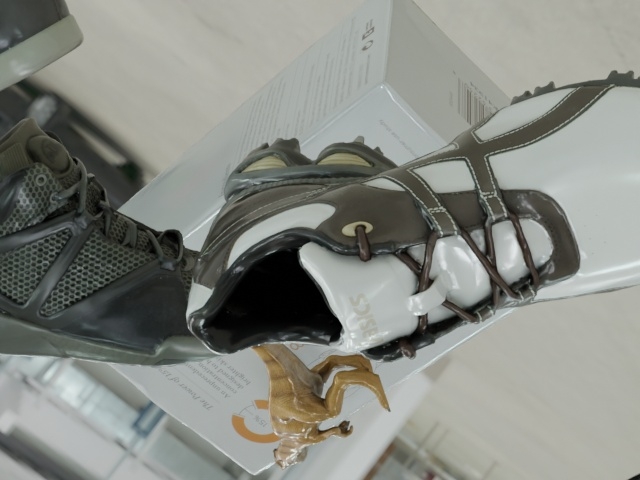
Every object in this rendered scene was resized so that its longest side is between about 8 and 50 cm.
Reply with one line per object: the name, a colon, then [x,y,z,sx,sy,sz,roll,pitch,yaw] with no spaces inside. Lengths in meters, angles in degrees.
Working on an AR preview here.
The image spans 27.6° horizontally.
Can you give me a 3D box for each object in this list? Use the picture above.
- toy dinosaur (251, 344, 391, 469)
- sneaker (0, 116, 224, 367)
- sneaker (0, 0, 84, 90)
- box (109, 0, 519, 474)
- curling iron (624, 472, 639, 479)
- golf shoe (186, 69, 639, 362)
toy dinosaur: [-0.014,0.107,0.919,0.211,0.112,0.064,76,174,-46]
sneaker: [-0.124,0.002,0.762,0.227,0.130,0.087,5,-159,-3]
sneaker: [-0.237,-0.097,0.630,0.118,0.222,0.083,62,-177,-13]
box: [0.000,0.000,1.045,0.215,0.345,0.168,42,-150,-22]
curling iron: [0.115,0.189,0.725,0.035,0.068,0.274,41,128,-6]
golf shoe: [0.046,0.005,0.420,0.198,0.094,0.077,-11,118,30]
